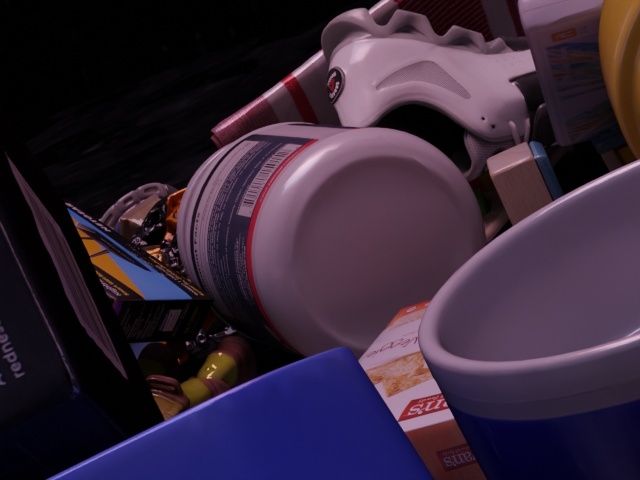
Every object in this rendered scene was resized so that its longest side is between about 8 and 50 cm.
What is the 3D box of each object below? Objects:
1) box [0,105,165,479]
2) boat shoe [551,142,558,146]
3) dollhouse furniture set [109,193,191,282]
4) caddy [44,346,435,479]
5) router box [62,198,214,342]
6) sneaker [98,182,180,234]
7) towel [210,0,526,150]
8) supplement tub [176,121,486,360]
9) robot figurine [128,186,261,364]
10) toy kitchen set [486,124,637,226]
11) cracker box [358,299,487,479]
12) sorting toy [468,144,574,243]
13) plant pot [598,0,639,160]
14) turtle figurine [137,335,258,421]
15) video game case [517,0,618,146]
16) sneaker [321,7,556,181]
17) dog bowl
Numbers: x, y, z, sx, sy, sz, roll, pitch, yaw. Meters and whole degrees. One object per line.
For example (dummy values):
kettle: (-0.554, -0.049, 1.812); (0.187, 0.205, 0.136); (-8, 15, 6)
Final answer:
box: (-0.363, 0.122, 1.165); (0.472, 0.297, 0.480); (-26, -16, -2)
boat shoe: (0.214, -0.131, 1.950); (0.063, 0.066, 0.184); (-21, 24, 16)
dollhouse furniture set: (-0.161, 0.061, 1.976); (0.151, 0.123, 0.144); (26, 43, 28)
caddy: (-0.066, 0.197, 0.984); (0.341, 0.179, 0.241); (-27, -9, 0)
router box: (-0.193, 0.022, 1.539); (0.179, 0.046, 0.133); (32, 15, 28)
sneaker: (-0.279, 0.040, 2.167); (0.297, 0.111, 0.129); (-25, -3, -14)
towel: (0.057, -0.141, 1.854); (0.329, 0.237, 0.037); (-39, 57, -6)
supplement tub: (0.000, 0.000, 1.556); (0.191, 0.191, 0.272); (-30, 14, -16)
robot figurine: (-0.162, 0.052, 1.752); (0.291, 0.085, 0.211); (-34, 49, -5)
toy kitchen set: (0.225, -0.056, 1.502); (0.166, 0.122, 0.207); (-24, 14, 7)
cracker box: (0.088, 0.103, 1.276); (0.156, 0.067, 0.232); (-18, 16, 31)
sorting toy: (0.117, -0.034, 1.796); (0.193, 0.038, 0.208); (-14, 18, 41)
plant pot: (0.323, -0.095, 1.258); (0.254, 0.254, 0.239); (-23, 28, 13)
turtle figurine: (-0.142, 0.146, 1.491); (0.269, 0.087, 0.217); (-21, 14, 21)
video game case: (0.318, -0.164, 1.501); (0.300, 0.036, 0.329); (-14, -14, 8)
sneaker: (0.163, -0.109, 1.727); (0.330, 0.146, 0.122); (5, -33, -14)
dog bowl: (0.190, 0.039, 0.974); (0.265, 0.104, 0.265); (-25, 14, 7)
